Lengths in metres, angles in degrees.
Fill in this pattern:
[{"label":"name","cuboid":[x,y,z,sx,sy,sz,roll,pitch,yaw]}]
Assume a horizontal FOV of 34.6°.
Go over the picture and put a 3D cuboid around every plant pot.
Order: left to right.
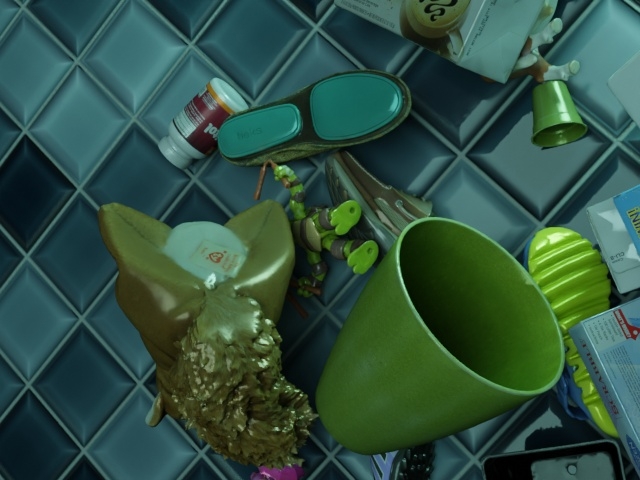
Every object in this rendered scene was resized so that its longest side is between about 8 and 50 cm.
[{"label":"plant pot","cuboid":[0.130,0.165,1.402,0.274,0.275,0.293,54,128,16]},{"label":"plant pot","cuboid":[0.347,-0.192,1.529,0.083,0.083,0.079,-14,69,20]},{"label":"plant pot","cuboid":[0.349,0.372,1.443,0.188,0.167,0.188,-13,83,20]}]

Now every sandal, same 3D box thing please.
[{"label":"sandal","cuboid":[0.363,0.136,1.474,0.126,0.138,0.317,-11,73,-11]}]

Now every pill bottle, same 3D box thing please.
[{"label":"pill bottle","cuboid":[-0.199,-0.194,1.734,0.152,0.086,0.086,-43,73,15]}]

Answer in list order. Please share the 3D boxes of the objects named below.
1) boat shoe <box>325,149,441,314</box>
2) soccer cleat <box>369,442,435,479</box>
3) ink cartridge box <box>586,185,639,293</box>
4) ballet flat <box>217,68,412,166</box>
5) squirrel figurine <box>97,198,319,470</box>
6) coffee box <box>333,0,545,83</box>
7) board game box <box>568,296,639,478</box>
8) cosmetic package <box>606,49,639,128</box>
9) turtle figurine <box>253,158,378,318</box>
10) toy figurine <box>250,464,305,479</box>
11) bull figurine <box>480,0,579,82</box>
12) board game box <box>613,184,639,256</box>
[{"label":"boat shoe","cuboid":[0.122,-0.017,1.595,0.116,0.123,0.324,-29,69,-17]},{"label":"soccer cleat","cuboid":[0.107,0.279,1.585,0.117,0.109,0.318,1,85,33]},{"label":"ink cartridge box","cuboid":[0.463,-0.009,1.407,0.128,0.176,0.127,-25,79,26]},{"label":"ballet flat","cuboid":[0.000,-0.189,1.636,0.349,0.123,0.123,-12,83,28]},{"label":"squirrel figurine","cuboid":[-0.172,0.180,1.556,0.370,0.281,0.397,104,150,-41]},{"label":"coffee box","cuboid":[0.174,-0.367,1.513,0.297,0.119,0.168,39,110,44]},{"label":"board game box","cuboid":[0.541,0.197,1.360,0.318,0.066,0.318,-21,78,-9]},{"label":"cosmetic package","cuboid":[0.603,-0.090,1.316,0.453,0.230,0.161,58,135,15]},{"label":"turtle figurine","cuboid":[0.000,0.000,1.605,0.217,0.087,0.269,7,111,56]},{"label":"toy figurine","cuboid":[-0.077,0.422,1.657,0.173,0.130,0.159,-25,63,43]},{"label":"bull figurine","cuboid":[0.318,-0.380,1.519,0.188,0.101,0.310,23,105,53]},{"label":"board game box","cuboid":[0.541,0.022,1.177,0.302,0.086,0.308,-29,81,42]}]
